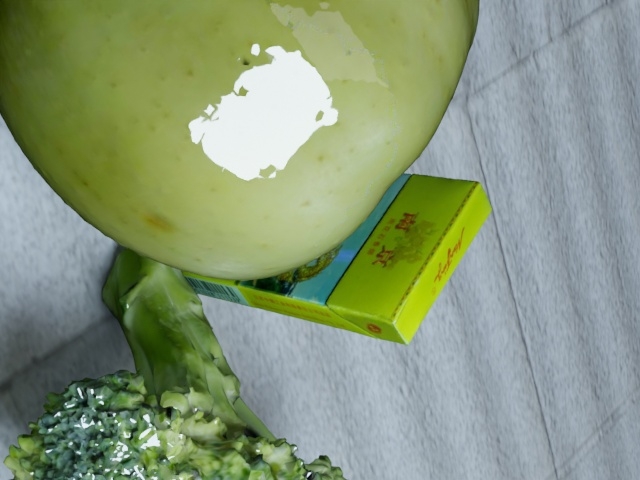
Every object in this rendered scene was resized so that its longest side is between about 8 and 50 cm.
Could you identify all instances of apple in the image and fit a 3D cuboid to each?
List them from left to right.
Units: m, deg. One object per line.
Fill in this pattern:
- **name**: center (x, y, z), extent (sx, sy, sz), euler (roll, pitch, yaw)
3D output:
- **apple**: center (-0.094, -0.204, 1.103), extent (0.474, 0.474, 0.473), euler (-6, 99, -44)

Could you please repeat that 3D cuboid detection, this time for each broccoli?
- **broccoli**: center (-0.153, 0.164, 1.119), extent (0.397, 0.275, 0.353), euler (62, 2, 16)

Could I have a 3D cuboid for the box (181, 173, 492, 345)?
- **box**: center (0.000, 0.000, 1.276), extent (0.187, 0.335, 0.047), euler (-55, 134, -26)
